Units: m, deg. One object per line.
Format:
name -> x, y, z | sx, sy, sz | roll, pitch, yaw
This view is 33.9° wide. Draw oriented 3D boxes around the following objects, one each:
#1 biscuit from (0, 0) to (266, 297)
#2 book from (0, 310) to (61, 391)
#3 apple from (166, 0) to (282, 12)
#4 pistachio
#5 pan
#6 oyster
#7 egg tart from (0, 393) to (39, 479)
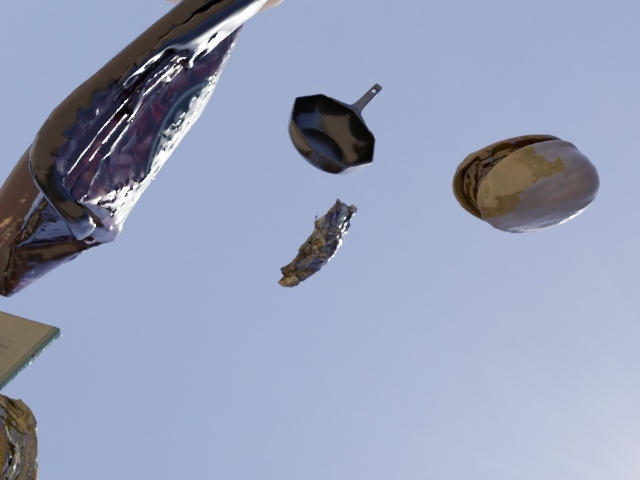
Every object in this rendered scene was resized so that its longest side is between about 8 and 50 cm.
biscuit -> -0.114, -0.047, 0.546 | 0.235, 0.063, 0.151 | -28, -151, 58
book -> -0.572, 0.196, 1.646 | 0.214, 0.283, 0.025 | 13, -57, 21
apple -> -0.162, -0.444, 1.396 | 0.309, 0.314, 0.252 | 31, -105, 39
pistachio -> 0.275, -0.073, 1.398 | 0.129, 0.206, 0.131 | 21, -62, 62
pan -> 0.035, -0.146, 1.452 | 0.128, 0.202, 0.048 | 58, -46, 18
oyster -> -0.003, 0.008, 1.453 | 0.148, 0.103, 0.051 | -45, -100, 6
egg tart -> -0.690, 0.405, 1.976 | 0.129, 0.341, 0.341 | 121, -31, -52
